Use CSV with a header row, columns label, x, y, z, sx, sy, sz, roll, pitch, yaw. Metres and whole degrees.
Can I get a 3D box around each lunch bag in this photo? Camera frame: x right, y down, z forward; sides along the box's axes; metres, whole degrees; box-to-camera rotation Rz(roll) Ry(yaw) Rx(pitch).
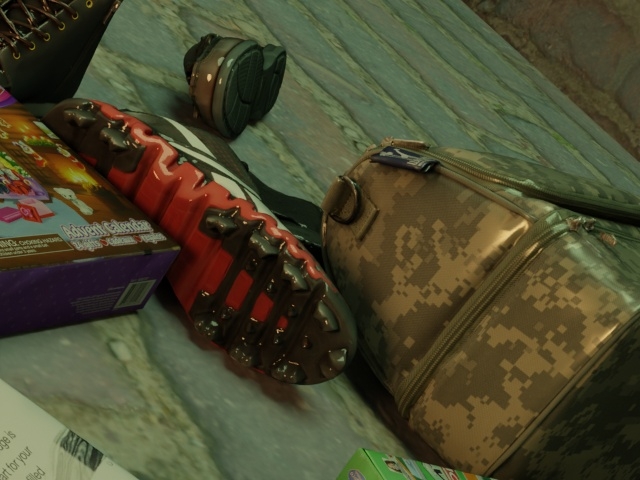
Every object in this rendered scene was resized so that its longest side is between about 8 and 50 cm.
label,x,y,z,sx,sy,sz,roll,pitch,yaw
lunch bag,0.162,0.045,1.139,0.305,0.212,0.256,8,32,-52

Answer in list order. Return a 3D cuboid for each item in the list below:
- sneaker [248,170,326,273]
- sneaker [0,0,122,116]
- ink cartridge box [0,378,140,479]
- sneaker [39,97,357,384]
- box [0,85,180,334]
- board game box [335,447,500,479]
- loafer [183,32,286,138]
label,x,y,z,sx,sy,sz,roll,pitch,yaw
sneaker,-0.001,0.002,1.217,0.170,0.051,0.089,24,25,-21
sneaker,-0.237,-0.156,1.090,0.083,0.118,0.222,39,18,11
ink cartridge box,-0.124,0.151,0.546,0.237,0.100,0.172,36,18,0
sneaker,-0.073,-0.006,1.034,0.276,0.098,0.135,38,20,14
box,-0.237,-0.028,0.864,0.201,0.057,0.293,40,19,17
board game box,0.155,0.258,0.857,0.213,0.046,0.317,19,24,-39
loafer,-0.098,-0.156,1.418,0.084,0.096,0.267,16,10,7
